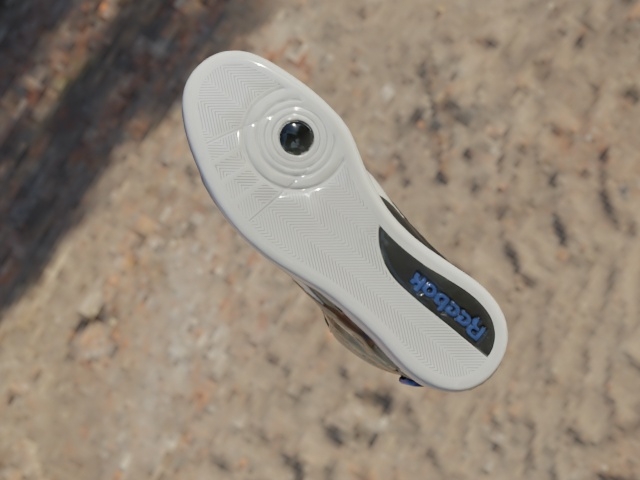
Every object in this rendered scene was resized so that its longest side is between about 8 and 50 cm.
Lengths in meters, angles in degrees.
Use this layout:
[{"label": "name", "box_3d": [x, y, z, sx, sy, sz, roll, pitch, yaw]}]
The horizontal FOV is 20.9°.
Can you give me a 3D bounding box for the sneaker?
[{"label": "sneaker", "box_3d": [0.000, 0.000, 0.926, 0.079, 0.217, 0.121, -42, 1, -11]}]
